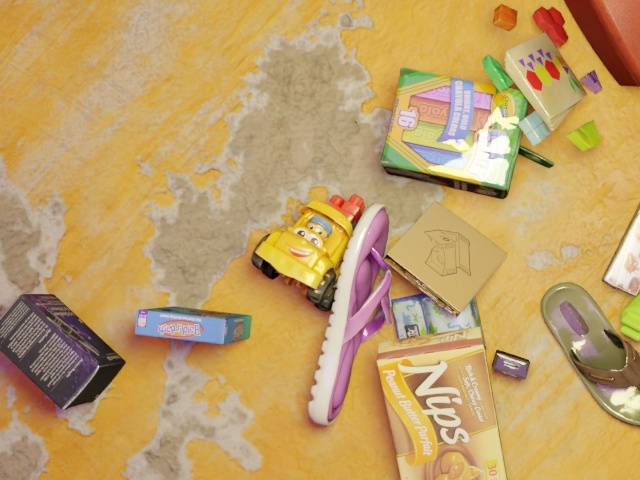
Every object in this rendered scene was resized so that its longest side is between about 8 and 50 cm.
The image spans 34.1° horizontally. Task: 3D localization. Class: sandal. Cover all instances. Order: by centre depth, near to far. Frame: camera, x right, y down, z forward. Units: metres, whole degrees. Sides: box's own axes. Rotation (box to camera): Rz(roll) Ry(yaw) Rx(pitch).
[{"bbox_3d":[0.497,0.206,1.826,0.120,0.086,0.303,-42,83,5],"label":"sandal"},{"bbox_3d":[0.080,0.137,1.858,0.102,0.169,0.416,17,103,14],"label":"sandal"}]

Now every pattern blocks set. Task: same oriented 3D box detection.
[{"bbox_3d":[0.382,-0.276,1.772,0.026,0.325,0.285,-35,80,40],"label":"pattern blocks set"}]

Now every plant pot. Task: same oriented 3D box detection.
[{"bbox_3d":[0.575,-0.401,1.768,0.267,0.267,0.235,-20,96,7],"label":"plant pot"}]

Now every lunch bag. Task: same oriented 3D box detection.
[{"bbox_3d":[0.208,0.154,1.874,0.151,0.096,0.128,-12,88,20],"label":"lunch bag"}]

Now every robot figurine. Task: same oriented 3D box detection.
[{"bbox_3d":[0.570,0.125,1.815,0.067,0.101,0.115,28,51,37],"label":"robot figurine"}]

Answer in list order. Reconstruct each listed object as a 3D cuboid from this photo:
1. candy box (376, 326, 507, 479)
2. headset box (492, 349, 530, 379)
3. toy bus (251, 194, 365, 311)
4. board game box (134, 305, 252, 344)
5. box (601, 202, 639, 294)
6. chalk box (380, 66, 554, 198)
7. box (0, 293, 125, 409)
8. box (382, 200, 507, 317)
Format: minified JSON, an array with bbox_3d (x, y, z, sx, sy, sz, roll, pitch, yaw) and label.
[{"bbox_3d":[0.216,0.321,1.815,0.183,0.087,0.316,-10,106,8],"label":"candy box"},{"bbox_3d":[0.338,0.220,1.852,0.062,0.083,0.032,17,91,10],"label":"headset box"},{"bbox_3d":[0.000,0.000,1.851,0.149,0.220,0.211,33,86,13],"label":"toy bus"},{"bbox_3d":[-0.224,0.151,1.876,0.160,0.210,0.047,6,89,9],"label":"board game box"},{"bbox_3d":[0.596,-0.058,1.835,0.063,0.067,0.324,27,92,9],"label":"box"},{"bbox_3d":[0.269,-0.180,1.834,0.289,0.180,0.179,12,90,8],"label":"chalk box"},{"bbox_3d":[-0.489,0.204,1.943,0.207,0.153,0.108,41,93,7],"label":"box"},{"bbox_3d":[0.221,0.029,1.838,0.164,0.201,0.021,38,135,8],"label":"box"}]
